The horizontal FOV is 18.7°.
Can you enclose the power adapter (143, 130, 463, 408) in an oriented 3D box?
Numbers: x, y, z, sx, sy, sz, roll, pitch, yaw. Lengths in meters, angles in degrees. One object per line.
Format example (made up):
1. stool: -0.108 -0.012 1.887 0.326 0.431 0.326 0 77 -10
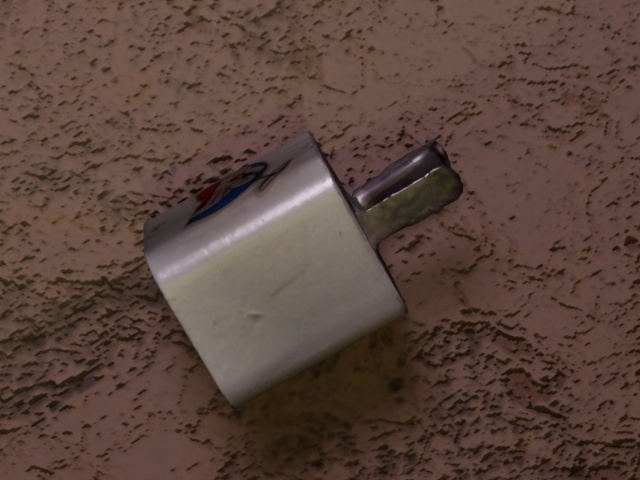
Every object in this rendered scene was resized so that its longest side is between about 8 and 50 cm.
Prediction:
1. power adapter: 0.000 0.000 1.285 0.205 0.130 0.125 -30 105 1
